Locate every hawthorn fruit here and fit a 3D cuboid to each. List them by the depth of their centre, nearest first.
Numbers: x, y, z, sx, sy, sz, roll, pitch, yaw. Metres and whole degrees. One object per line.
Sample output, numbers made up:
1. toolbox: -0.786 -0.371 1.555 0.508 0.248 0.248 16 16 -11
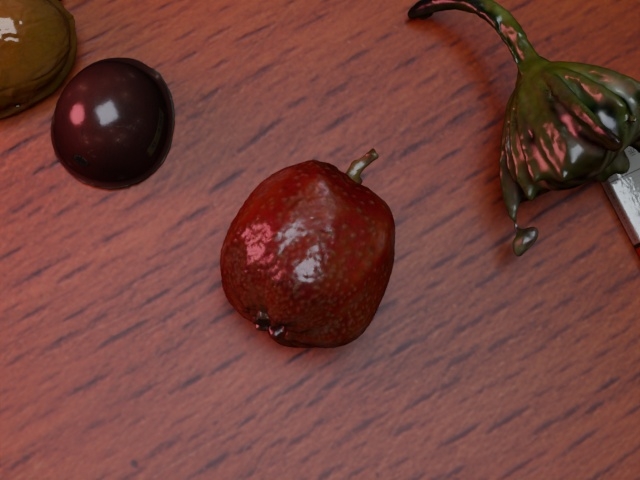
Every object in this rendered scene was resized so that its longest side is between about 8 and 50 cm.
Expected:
1. hawthorn fruit: 0.000 0.000 1.354 0.205 0.205 0.253 31 72 2

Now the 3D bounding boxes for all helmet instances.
1. helmet: -0.254 -0.160 1.409 0.155 0.106 0.175 25 74 1

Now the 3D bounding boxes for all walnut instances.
1. walnut: -0.401 -0.230 1.391 0.211 0.087 0.167 -23 103 0

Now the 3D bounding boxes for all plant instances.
1. plant: 0.241 -0.185 1.374 0.333 0.251 0.180 54 42 0

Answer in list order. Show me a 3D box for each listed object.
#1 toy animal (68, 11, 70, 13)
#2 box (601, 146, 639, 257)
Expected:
1. toy animal: -0.350 -0.296 1.457 0.065 0.047 0.135 23 85 6
2. box: 0.439 -0.066 1.474 0.139 0.035 0.245 -23 81 -8
